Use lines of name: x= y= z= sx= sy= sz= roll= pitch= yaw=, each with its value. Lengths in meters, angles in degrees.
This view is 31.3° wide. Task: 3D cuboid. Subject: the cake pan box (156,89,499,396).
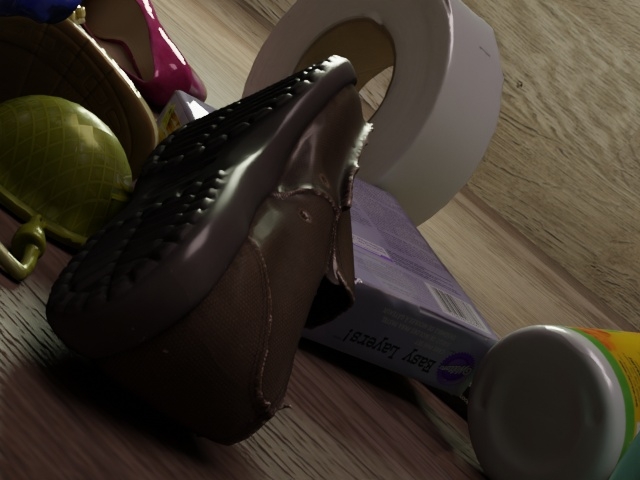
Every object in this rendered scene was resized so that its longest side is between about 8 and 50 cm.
cake pan box: x=0.000 y=0.000 z=0.941 sx=0.266 sy=0.070 sz=0.246 roll=23 pitch=23 yaw=-34

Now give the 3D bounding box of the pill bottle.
pill bottle: x=0.245 y=0.143 z=0.930 sx=0.245 sy=0.136 sz=0.136 roll=8 pitch=29 yaw=-43

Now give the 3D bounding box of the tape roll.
tape roll: x=0.048 y=-0.146 z=1.197 sx=0.100 sy=0.286 sz=0.286 roll=28 pitch=15 yaw=-44

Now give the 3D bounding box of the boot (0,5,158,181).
boot: x=-0.212 y=-0.141 z=0.869 sx=0.262 sy=0.095 sz=0.203 roll=35 pitch=10 yaw=3

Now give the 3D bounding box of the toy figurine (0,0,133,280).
toy figurine: x=-0.217 y=-0.175 z=0.661 sx=0.362 sy=0.217 sz=0.191 roll=38 pitch=11 yaw=2

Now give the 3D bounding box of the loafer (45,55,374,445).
loafer: x=-0.043 y=-0.001 z=0.694 sx=0.130 sy=0.133 sz=0.366 roll=60 pitch=28 yaw=-17

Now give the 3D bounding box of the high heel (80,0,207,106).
high heel: x=-0.225 y=-0.234 z=1.240 sx=0.244 sy=0.082 sz=0.117 roll=52 pitch=11 yaw=15

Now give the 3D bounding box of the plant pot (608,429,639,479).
plant pot: x=0.273 y=0.207 z=0.627 sx=0.293 sy=0.235 sz=0.293 roll=37 pitch=12 yaw=-9

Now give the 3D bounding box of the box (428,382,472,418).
box: x=0.137 y=0.132 z=1.030 sx=0.162 sy=0.029 sz=0.116 roll=42 pitch=13 yaw=9
